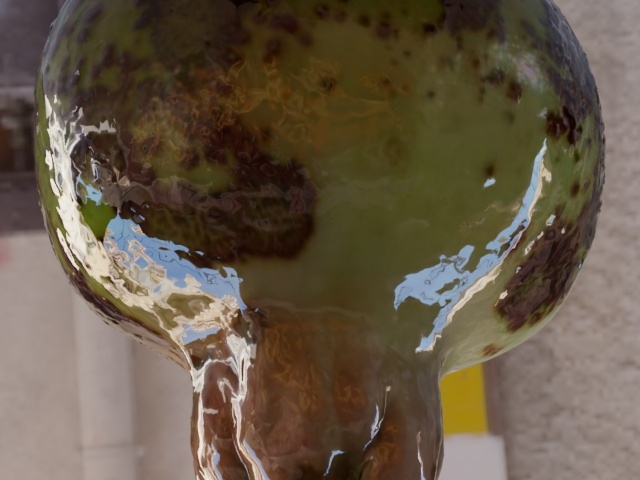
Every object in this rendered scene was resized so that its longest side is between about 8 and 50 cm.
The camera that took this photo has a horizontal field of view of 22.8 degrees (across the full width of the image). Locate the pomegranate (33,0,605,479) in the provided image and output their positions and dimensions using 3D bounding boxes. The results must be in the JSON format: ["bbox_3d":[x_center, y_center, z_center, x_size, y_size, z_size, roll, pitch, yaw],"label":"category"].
[{"bbox_3d":[0.002,-0.008,0.587,0.222,0.276,0.204,5,131,-6],"label":"pomegranate"}]
